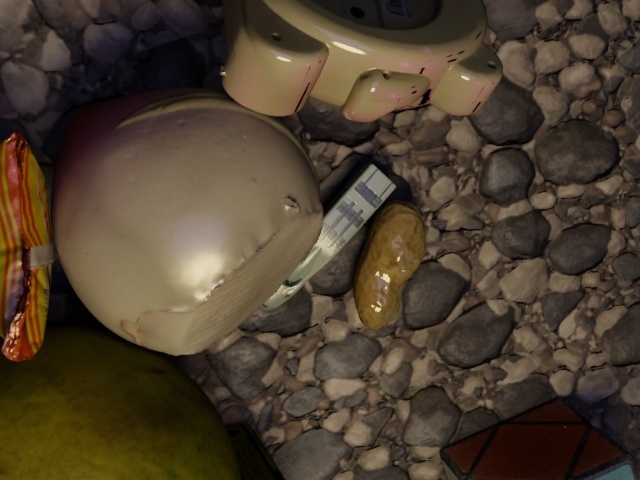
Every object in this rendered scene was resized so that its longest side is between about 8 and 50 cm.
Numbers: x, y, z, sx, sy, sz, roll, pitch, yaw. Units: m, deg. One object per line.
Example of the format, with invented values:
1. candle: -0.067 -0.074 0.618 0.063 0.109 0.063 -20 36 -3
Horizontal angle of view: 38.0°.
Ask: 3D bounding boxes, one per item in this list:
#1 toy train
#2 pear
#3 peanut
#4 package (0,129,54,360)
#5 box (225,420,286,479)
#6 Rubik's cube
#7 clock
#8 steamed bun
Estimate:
1. toy train: 0.000 0.000 1.195 0.052 0.051 0.234 42 90 -14
2. pear: -0.262 0.262 1.023 0.413 0.352 0.352 32 95 20
3. peanut: 0.089 0.033 1.208 0.080 0.080 0.175 14 101 -16
4. package: -0.352 -0.003 1.002 0.108 0.288 0.224 -8 99 -39
5. box: -0.085 0.334 1.161 0.064 0.220 0.141 -10 104 -19
6. Rubik's cube: 0.312 0.375 1.278 0.205 0.207 0.205 -22 107 -9
7. clock: 0.038 -0.255 1.040 0.309 0.284 0.114 6 140 -20
8. steamed bun: -0.169 -0.047 1.035 0.309 0.309 0.310 -3 103 -13
